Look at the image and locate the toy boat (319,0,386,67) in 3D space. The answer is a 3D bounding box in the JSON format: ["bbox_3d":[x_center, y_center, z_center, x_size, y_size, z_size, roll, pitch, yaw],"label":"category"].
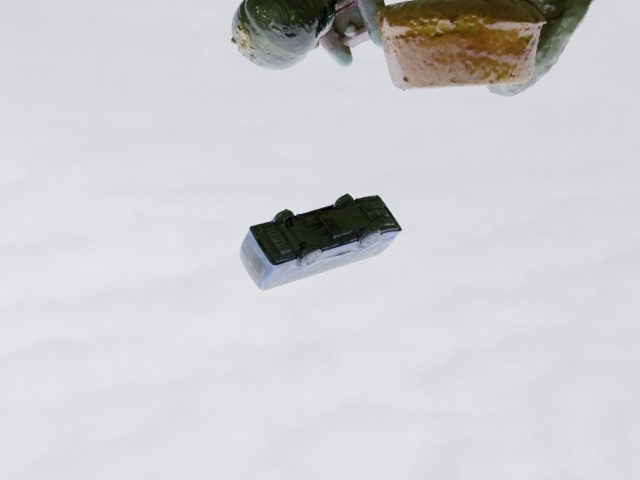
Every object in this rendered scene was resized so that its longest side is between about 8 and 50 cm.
[{"bbox_3d":[0.038,-0.452,2.095,0.227,0.155,0.085,67,-159,8],"label":"toy boat"}]

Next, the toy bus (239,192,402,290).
[{"bbox_3d":[0.001,0.003,1.486,0.236,0.094,0.079,-16,-123,-37],"label":"toy bus"}]

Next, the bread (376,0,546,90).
[{"bbox_3d":[0.246,-0.351,1.939,0.312,0.172,0.312,-2,-168,0],"label":"bread"}]

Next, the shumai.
[{"bbox_3d":[0.349,-0.509,2.189,0.323,0.324,0.397,32,-141,-16],"label":"shumai"}]

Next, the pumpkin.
[{"bbox_3d":[-0.060,-0.365,1.795,0.146,0.190,0.190,32,-149,4],"label":"pumpkin"}]
